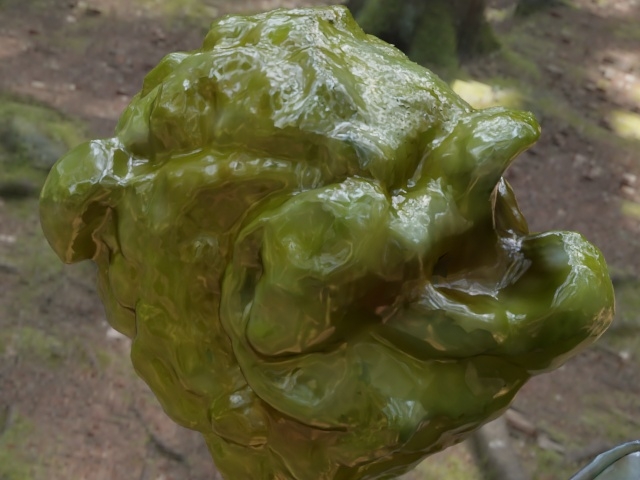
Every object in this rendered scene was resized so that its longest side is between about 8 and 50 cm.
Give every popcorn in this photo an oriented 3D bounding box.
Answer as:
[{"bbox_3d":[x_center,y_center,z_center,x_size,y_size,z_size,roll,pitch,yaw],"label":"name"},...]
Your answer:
[{"bbox_3d":[0.000,0.000,0.682,0.250,0.242,0.235,50,4,-7],"label":"popcorn"}]

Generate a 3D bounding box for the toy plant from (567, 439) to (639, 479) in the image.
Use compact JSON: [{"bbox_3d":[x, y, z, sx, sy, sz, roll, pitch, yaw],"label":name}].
[{"bbox_3d":[0.187,0.227,0.650,0.247,0.247,0.332,24,-14,13],"label":"toy plant"}]
